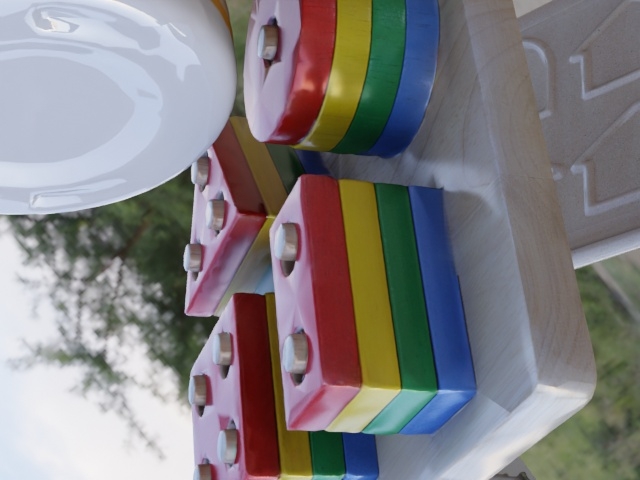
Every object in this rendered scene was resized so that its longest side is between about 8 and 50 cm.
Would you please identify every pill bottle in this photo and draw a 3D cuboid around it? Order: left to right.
[{"bbox_3d":[-0.125,-0.161,0.483,0.152,0.152,0.272,41,-147,-57],"label":"pill bottle"}]

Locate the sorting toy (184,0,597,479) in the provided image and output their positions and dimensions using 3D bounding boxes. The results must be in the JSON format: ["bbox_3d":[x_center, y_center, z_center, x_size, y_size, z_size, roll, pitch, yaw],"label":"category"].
[{"bbox_3d":[0.000,0.000,0.540,0.257,0.089,0.255,122,147,-54],"label":"sorting toy"}]

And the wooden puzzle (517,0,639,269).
[{"bbox_3d":[0.248,-0.103,1.100,0.080,0.322,0.347,35,-131,-34],"label":"wooden puzzle"}]

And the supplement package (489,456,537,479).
[{"bbox_3d":[0.128,0.243,1.055,0.105,0.105,0.179,2,-145,-32],"label":"supplement package"}]
